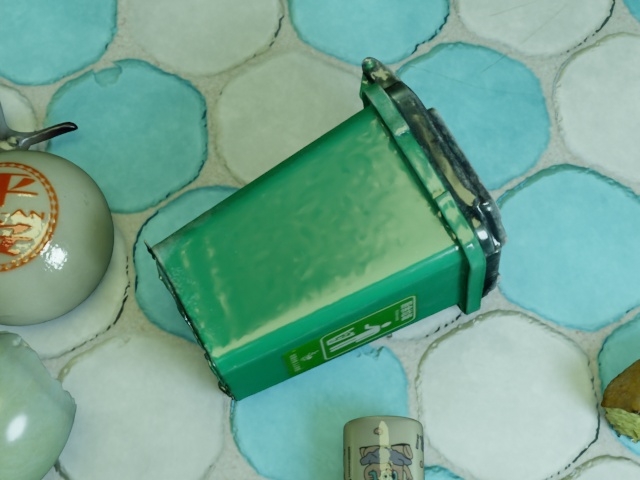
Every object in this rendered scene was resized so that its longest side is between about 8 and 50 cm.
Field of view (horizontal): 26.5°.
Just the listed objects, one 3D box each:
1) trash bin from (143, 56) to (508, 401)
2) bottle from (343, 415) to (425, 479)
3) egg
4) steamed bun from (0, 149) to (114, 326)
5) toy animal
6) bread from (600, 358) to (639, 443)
[{"bbox_3d":[0.000,0.000,1.623,0.381,0.259,0.295,-28,71,-6],"label":"trash bin"},{"bbox_3d":[0.082,0.315,1.582,0.110,0.097,0.209,-2,70,4],"label":"bottle"},{"bbox_3d":[-0.397,0.221,1.580,0.217,0.183,0.183,-42,74,-14],"label":"egg"},{"bbox_3d":[-0.376,-0.012,1.688,0.232,0.145,0.232,0,69,0],"label":"steamed bun"},{"bbox_3d":[-0.502,-0.193,1.788,0.324,0.090,0.195,42,75,17],"label":"toy animal"},{"bbox_3d":[0.469,0.198,1.606,0.260,0.129,0.134,24,70,8],"label":"bread"}]
